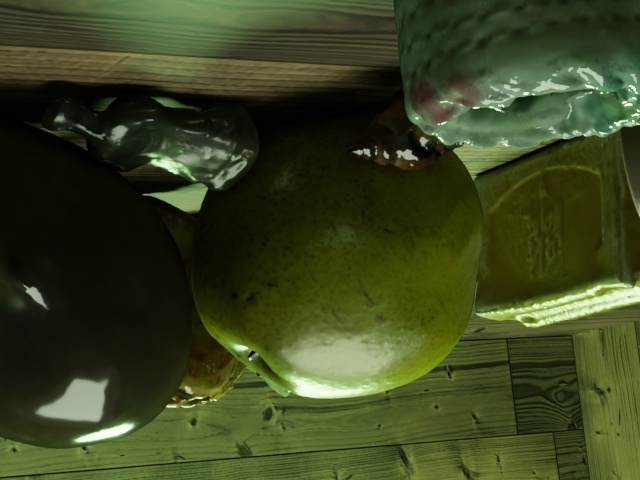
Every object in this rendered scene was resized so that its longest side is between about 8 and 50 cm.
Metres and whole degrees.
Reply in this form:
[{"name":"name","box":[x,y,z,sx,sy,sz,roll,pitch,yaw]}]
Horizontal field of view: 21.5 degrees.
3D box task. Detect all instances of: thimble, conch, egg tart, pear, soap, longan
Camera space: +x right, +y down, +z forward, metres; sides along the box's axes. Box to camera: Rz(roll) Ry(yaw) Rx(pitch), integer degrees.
[{"name":"thimble","box":[0.149,-0.147,1.151,0.185,0.149,0.211,-13,168,28]},{"name":"conch","box":[0.125,-0.122,1.544,0.232,0.080,0.086,-24,-153,-10]},{"name":"egg tart","box":[-0.207,0.076,1.901,0.294,0.295,0.116,-1,144,-31]},{"name":"pear","box":[0.014,0.017,1.651,0.294,0.294,0.294,-6,171,-1]},{"name":"soap","box":[0.289,-0.014,1.946,0.091,0.199,0.315,6,169,-26]},{"name":"longan","box":[-0.269,0.040,1.538,0.288,0.288,0.350,-14,127,42]}]

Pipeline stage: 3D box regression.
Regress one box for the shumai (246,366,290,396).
[{"name":"shumai","box":[-0.056,0.096,2.249,0.256,0.218,0.189,-16,178,-20]}]

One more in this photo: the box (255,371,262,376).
[{"name":"box","box":[-0.042,0.057,2.070,0.069,0.224,0.120,-8,169,23]}]

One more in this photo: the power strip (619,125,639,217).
[{"name":"power strip","box":[0.351,-0.083,1.675,0.078,0.154,0.154,-11,170,24]}]

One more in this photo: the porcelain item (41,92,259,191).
[{"name":"porcelain item","box":[-0.161,-0.095,1.518,0.215,0.069,0.081,7,141,-43]}]
